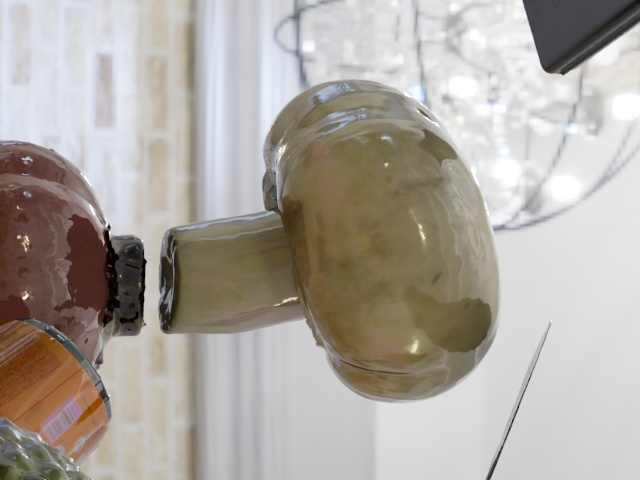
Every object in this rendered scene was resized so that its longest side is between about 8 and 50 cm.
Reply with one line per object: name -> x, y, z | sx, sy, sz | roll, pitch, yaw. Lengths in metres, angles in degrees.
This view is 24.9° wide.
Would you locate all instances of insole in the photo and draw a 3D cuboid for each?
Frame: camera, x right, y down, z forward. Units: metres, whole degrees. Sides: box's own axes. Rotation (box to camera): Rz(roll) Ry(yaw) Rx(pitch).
insole -> 0.177, 0.159, 1.332 | 0.322, 0.007, 0.109 | -51, 161, -59

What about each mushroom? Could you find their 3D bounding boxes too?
mushroom -> 0.031, -0.010, 1.488 | 0.325, 0.353, 0.353 | -52, -137, 46

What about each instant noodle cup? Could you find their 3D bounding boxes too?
instant noodle cup -> -0.253, 0.142, 1.184 | 0.178, 0.125, 0.208 | 55, -36, -10

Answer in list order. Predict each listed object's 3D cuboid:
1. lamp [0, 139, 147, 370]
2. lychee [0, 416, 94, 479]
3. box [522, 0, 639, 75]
lamp -> -0.302, 0.046, 1.495 | 0.305, 0.239, 0.305 | -178, -90, -74
lychee -> -0.133, 0.113, 0.504 | 0.146, 0.114, 0.114 | -16, -106, 39
box -> 0.287, -0.283, 1.549 | 0.230, 0.050, 0.160 | 144, -66, -67
